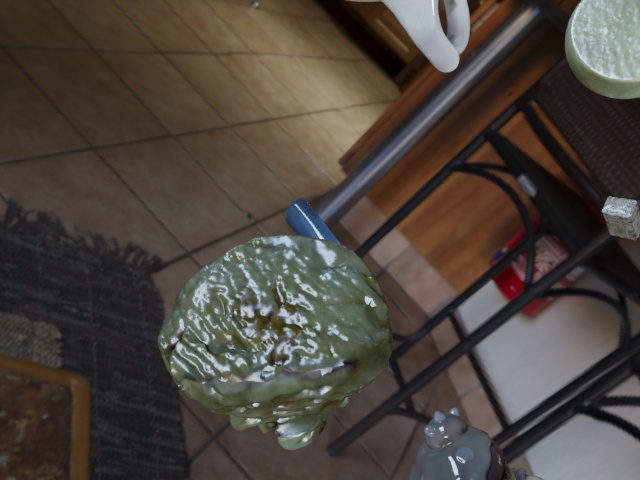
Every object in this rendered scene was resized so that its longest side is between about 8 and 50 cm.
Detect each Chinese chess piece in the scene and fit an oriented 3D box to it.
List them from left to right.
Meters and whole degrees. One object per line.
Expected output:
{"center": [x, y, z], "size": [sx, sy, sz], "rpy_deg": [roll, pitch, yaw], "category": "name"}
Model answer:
{"center": [0.576, -0.378, 1.277], "size": [0.237, 0.238, 0.092], "rpy_deg": [56, 11, 20], "category": "Chinese chess piece"}

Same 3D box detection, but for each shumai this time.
{"center": [-0.045, 0.126, 0.812], "size": [0.218, 0.256, 0.189], "rpy_deg": [82, 5, -52], "category": "shumai"}

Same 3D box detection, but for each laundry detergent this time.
{"center": [0.001, 0.000, 1.558], "size": [0.061, 0.096, 0.206], "rpy_deg": [-28, 64, -27], "category": "laundry detergent"}

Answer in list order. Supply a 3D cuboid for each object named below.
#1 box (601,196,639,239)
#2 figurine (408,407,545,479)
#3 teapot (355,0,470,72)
{"center": [0.612, -0.045, 1.394], "size": [0.062, 0.045, 0.098], "rpy_deg": [18, -18, 38], "category": "box"}
{"center": [0.327, 0.501, 1.389], "size": [0.381, 0.203, 0.248], "rpy_deg": [29, 70, -28], "category": "figurine"}
{"center": [0.046, -0.268, 0.565], "size": [0.298, 0.204, 0.139], "rpy_deg": [26, 59, -40], "category": "teapot"}
